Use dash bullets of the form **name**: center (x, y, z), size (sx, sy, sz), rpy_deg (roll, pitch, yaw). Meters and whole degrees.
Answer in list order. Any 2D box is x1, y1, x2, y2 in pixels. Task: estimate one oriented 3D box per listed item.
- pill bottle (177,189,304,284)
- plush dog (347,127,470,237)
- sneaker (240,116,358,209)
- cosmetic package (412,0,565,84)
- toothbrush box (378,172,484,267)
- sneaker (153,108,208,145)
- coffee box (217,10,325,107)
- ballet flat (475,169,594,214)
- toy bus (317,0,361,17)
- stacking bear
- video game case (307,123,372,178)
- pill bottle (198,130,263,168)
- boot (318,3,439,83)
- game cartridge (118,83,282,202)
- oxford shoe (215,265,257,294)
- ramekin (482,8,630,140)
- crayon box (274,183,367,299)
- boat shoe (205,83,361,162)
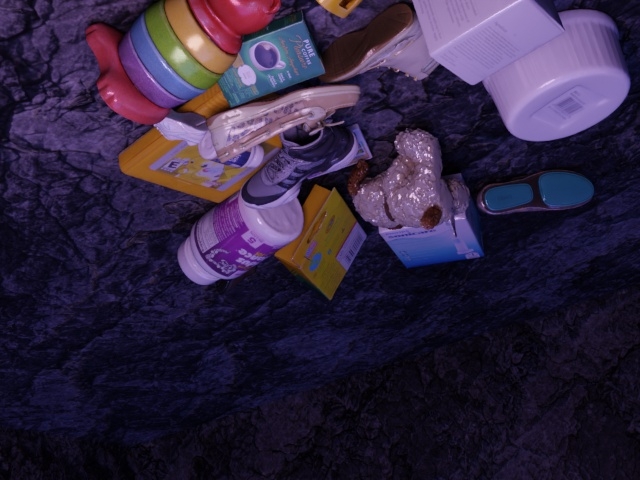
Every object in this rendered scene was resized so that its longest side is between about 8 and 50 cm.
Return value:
- **pill bottle**: center (-0.193, -0.012, 1.964), size (0.169, 0.169, 0.301), rpy_deg (11, 147, -43)
- **plush dog**: center (0.179, -0.091, 1.903), size (0.225, 0.211, 0.262), rpy_deg (-9, 137, 36)
- **sneaker**: center (-0.067, -0.163, 1.677), size (0.268, 0.101, 0.153), rpy_deg (-29, 152, 14)
- **cosmetic package**: center (0.271, -0.382, 1.401), size (0.183, 0.151, 0.151), rpy_deg (-27, 153, 31)
- **toothbrush box**: center (0.282, -0.043, 2.161), size (0.216, 0.126, 0.295), rpy_deg (-10, 159, 18)
- **sneaker**: center (-0.281, -0.214, 1.549), size (0.152, 0.054, 0.061), rpy_deg (24, 135, -13)
- **coffee box**: center (-0.095, -0.309, 1.462), size (0.184, 0.040, 0.113), rpy_deg (-19, 131, 12)
- **ballet flat**: center (0.549, -0.123, 2.223), size (0.315, 0.108, 0.106), rpy_deg (-3, 175, -9)
- **toy bus**: center (0.063, -0.412, 1.212), size (0.190, 0.104, 0.202), rpy_deg (-27, 161, -19)
- **stacking bear**: center (-0.191, -0.319, 1.307), size (0.289, 0.176, 0.164), rpy_deg (-32, 149, 21)
- **video game case**: center (0.024, -0.192, 1.862), size (0.157, 0.019, 0.143), rpy_deg (-18, 156, 9)
- **pill bottle**: center (-0.168, -0.175, 1.625), size (0.067, 0.067, 0.120), rpy_deg (-31, 151, 35)
- **boot**: center (0.116, -0.328, 1.540), size (0.213, 0.077, 0.165), rpy_deg (-28, 155, 30)
- **game cartridge**: center (-0.192, -0.192, 1.707), size (0.323, 0.053, 0.285), rpy_deg (-28, 153, 32)
- **oxford shoe**: center (-0.217, 0.083, 2.275), size (0.096, 0.083, 0.227), rpy_deg (-3, 156, -32)
- **ramekin**: center (0.468, -0.313, 1.681), size (0.277, 0.135, 0.277), rpy_deg (-11, 156, -5)
- **crayon box**: center (0.000, 0.000, 2.059), size (0.081, 0.202, 0.318), rpy_deg (26, 168, 23)
- **boat shoe**: center (-0.060, -0.217, 1.541), size (0.285, 0.089, 0.104), rpy_deg (-15, -175, 3)
